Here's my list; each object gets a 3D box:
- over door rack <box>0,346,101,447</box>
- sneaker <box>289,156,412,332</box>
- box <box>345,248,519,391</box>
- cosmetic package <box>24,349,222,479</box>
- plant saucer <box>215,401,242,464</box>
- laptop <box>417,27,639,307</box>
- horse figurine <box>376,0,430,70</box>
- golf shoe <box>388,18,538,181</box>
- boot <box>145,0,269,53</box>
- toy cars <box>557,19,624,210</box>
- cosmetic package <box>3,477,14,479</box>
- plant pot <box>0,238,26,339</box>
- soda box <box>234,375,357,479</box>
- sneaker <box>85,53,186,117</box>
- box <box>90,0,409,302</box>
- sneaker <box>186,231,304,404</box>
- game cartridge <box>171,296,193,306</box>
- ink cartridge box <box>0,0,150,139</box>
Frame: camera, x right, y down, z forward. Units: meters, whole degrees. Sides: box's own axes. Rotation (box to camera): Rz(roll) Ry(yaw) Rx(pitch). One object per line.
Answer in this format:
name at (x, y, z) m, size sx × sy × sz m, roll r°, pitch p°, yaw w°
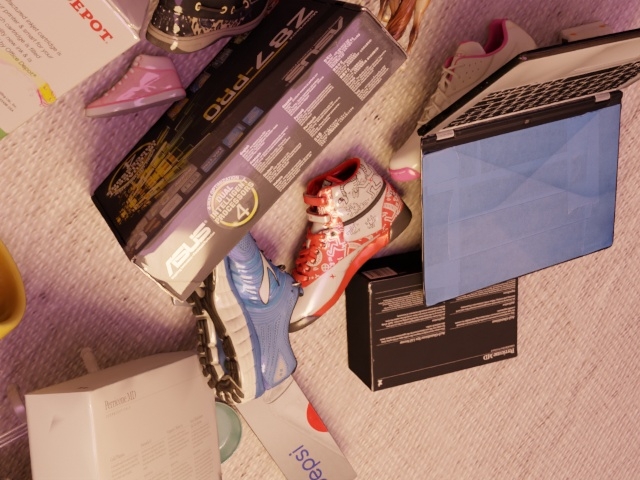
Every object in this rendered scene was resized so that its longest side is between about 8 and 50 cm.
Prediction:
over door rack at (-0.377, 0.312, 1.503) m, size 0.239 × 0.108 × 0.324 m, roll -27°, pitch 130°, yaw -12°
sneaker at (0.000, -0.001, 1.555) m, size 0.270 × 0.090 × 0.145 m, roll -45°, pitch 118°, yaw -7°
box at (0.176, 0.112, 1.663) m, size 0.261 × 0.103 × 0.184 m, roll -10°, pitch 109°, yaw -20°
cosmetic package at (-0.236, 0.305, 1.370) m, size 0.097 × 0.377 × 0.284 m, roll -3°, pitch 90°, yaw 15°
plant saucer at (-0.179, 0.296, 1.619) m, size 0.119 × 0.021 × 0.119 m, roll -8°, pitch 112°, yaw -21°
laptop at (0.354, -0.107, 1.481) m, size 0.382 × 0.408 × 0.236 m, roll -16°, pitch 81°, yaw -27°
horse figurine at (0.107, -0.338, 1.403) m, size 0.066 × 0.263 × 0.174 m, roll 12°, pitch 121°, yaw -9°
golf shoe at (0.204, -0.209, 1.567) m, size 0.306 × 0.115 × 0.140 m, roll -39°, pitch 111°, yaw -15°
boot at (-0.120, -0.342, 1.300) m, size 0.236 × 0.085 × 0.178 m, roll -44°, pitch 156°, yaw -50°
toy cars at (0.385, -0.152, 1.668) m, size 0.176 × 0.087 × 0.393 m, roll 24°, pitch 97°, yaw -29°
cosmetic package at (-0.375, 0.604, 1.412) m, size 0.327 × 0.329 × 0.393 m, roll -39°, pitch 130°, yaw 5°
plant pot at (-0.531, 0.075, 1.276) m, size 0.239 × 0.254 × 0.254 m, roll -38°, pitch 120°, yaw 11°
soda box at (-0.057, 0.277, 1.625) m, size 0.098 × 0.091 × 0.286 m, roll -35°, pitch 118°, yaw -9°
sneaker at (-0.251, -0.206, 1.399) m, size 0.134 × 0.051 × 0.070 m, roll -15°, pitch 92°, yaw -4°
box at (-0.106, -0.136, 1.330) m, size 0.395 × 0.318 × 0.097 m, roll -47°, pitch 118°, yaw -1°
sneaker at (-0.113, 0.055, 1.489) m, size 0.147 × 0.130 × 0.330 m, roll -14°, pitch 92°, yaw -39°
game cartridge at (-0.188, 0.056, 1.534) m, size 0.056 × 0.017 × 0.083 m, roll 5°, pitch 106°, yaw -29°
ink cartridge box at (-0.367, -0.258, 1.226) m, size 0.278 × 0.117 × 0.201 m, roll -30°, pitch 121°, yaw 21°
